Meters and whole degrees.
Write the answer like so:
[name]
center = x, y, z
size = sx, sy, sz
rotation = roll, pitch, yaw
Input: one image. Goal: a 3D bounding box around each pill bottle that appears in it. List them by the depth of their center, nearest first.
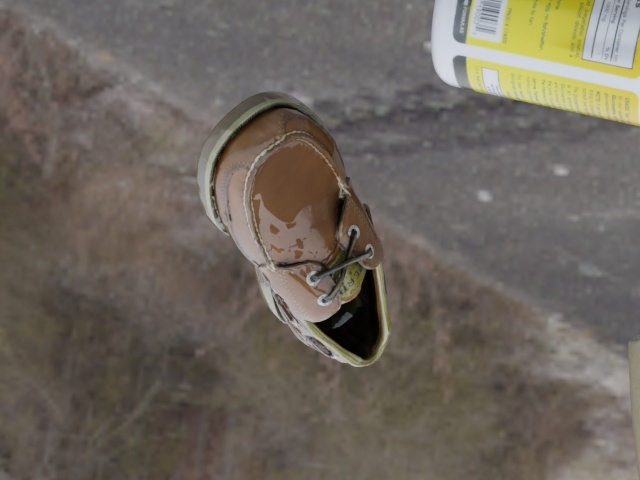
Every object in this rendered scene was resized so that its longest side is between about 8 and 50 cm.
[pill bottle]
center = 0.303, -0.226, 1.547
size = 0.334, 0.187, 0.188
rotation = 15, 169, 20

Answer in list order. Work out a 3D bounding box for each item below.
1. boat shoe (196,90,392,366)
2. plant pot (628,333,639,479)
[boat shoe]
center = 0.000, 0.000, 1.076
size = 0.104, 0.111, 0.307
rotation = 45, 172, 26
[plant pot]
center = 0.367, 0.185, 1.190
size = 0.257, 0.274, 0.256
rotation = -22, 176, -2
